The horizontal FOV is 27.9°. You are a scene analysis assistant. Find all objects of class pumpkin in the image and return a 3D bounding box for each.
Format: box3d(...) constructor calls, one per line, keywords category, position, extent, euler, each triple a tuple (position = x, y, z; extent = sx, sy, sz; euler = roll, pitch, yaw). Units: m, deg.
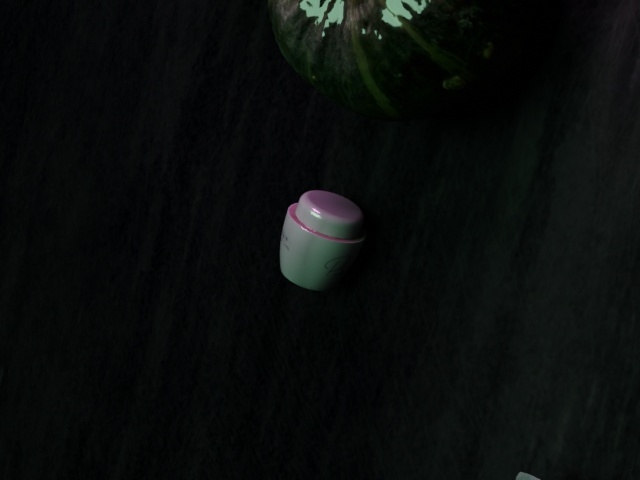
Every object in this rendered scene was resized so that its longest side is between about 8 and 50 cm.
box3d(category="pumpkin", position=(0.087, -0.263, 1.294), extent=(0.300, 0.207, 0.300), euler=(-5, 80, 34))

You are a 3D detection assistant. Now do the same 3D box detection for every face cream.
box3d(category="face cream", position=(0.000, 0.000, 1.421), extent=(0.091, 0.091, 0.095), euler=(44, 123, 43))

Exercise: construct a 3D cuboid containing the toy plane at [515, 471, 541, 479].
box3d(category="toy plane", position=(0.223, 0.339, 1.102), extent=(0.212, 0.088, 0.267), euler=(-4, 80, 49))
